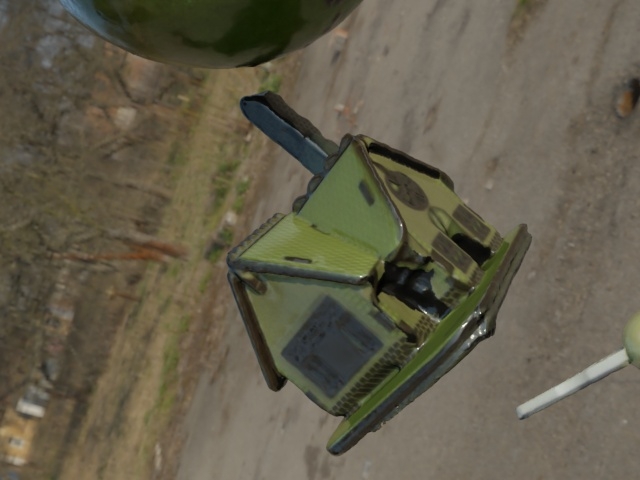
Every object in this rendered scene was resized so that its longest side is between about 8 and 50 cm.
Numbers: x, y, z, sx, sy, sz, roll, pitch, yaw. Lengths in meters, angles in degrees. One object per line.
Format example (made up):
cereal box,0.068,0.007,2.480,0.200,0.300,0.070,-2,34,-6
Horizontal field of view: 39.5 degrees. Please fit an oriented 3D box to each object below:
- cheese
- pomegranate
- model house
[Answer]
cheese,0.260,0.076,0.688,0.251,0.054,0.127,-34,-14,21
pomegranate,-0.067,-0.283,0.669,0.323,0.291,0.291,-47,26,44
model house,0.000,0.000,0.753,0.205,0.279,0.218,-49,-1,31
